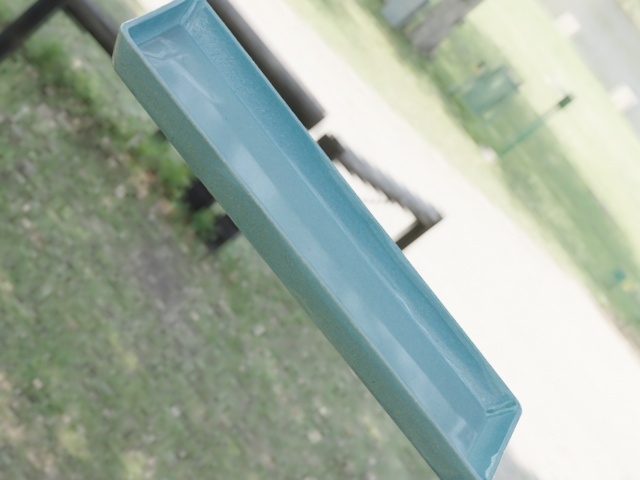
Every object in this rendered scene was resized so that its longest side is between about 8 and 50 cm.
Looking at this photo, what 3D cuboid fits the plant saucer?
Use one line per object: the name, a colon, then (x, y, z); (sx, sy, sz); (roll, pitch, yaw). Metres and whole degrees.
plant saucer: (0.000, 0.000, 0.544); (0.192, 0.018, 0.067); (51, 26, -4)
